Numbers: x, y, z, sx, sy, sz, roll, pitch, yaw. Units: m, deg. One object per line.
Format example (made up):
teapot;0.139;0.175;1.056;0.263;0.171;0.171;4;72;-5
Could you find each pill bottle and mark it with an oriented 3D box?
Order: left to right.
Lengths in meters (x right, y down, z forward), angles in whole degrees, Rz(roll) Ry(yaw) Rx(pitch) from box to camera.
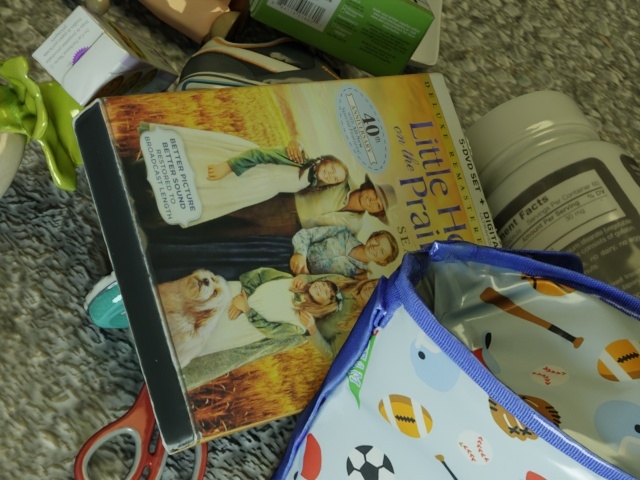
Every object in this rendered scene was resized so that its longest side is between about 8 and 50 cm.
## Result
pill bottle;0.291;0.024;1.267;0.204;0.204;0.361;-6;55;-31

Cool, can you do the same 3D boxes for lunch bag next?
lunch bag;0.174;0.196;0.971;0.385;0.328;0.239;26;40;-1

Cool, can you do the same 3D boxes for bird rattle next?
bird rattle;-0.346;-0.103;1.098;0.253;0.143;0.207;15;69;25

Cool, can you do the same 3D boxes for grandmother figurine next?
grandmother figurine;-0.237;-0.353;1.412;0.342;0.104;0.208;30;40;0

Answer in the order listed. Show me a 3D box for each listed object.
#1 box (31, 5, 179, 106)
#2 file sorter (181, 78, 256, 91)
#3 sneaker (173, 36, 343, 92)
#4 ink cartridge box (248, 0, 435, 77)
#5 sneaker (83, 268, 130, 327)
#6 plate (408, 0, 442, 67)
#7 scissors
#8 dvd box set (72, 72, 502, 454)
box;-0.201;-0.171;1.154;0.063;0.067;0.324;46;3;-3
file sorter;-0.131;-0.080;1.191;0.118;0.105;0.170;10;37;27
sneaker;-0.002;-0.147;1.331;0.321;0.126;0.127;20;47;-10
ink cartridge box;0.012;-0.313;1.381;0.188;0.097;0.255;23;29;-21
sneaker;-0.086;0.069;1.120;0.275;0.107;0.110;4;59;-24
plate;0.033;-0.352;1.586;0.277;0.045;0.278;20;45;-10
scissors;-0.122;0.109;1.040;0.109;0.021;0.297;22;68;-6
dvd box set;0.000;0.000;1.114;0.420;0.062;0.308;-10;79;-39
